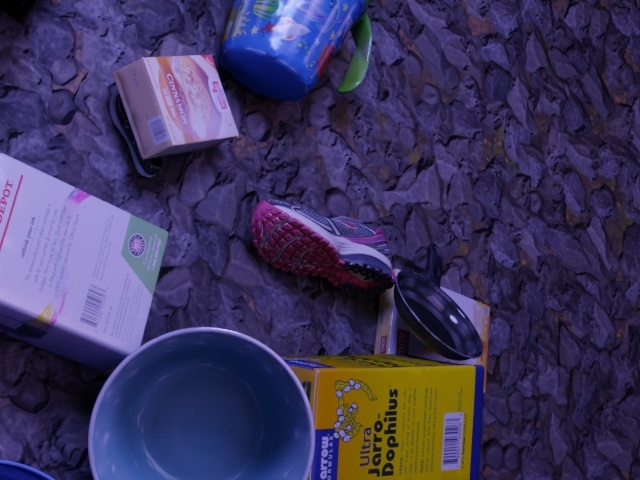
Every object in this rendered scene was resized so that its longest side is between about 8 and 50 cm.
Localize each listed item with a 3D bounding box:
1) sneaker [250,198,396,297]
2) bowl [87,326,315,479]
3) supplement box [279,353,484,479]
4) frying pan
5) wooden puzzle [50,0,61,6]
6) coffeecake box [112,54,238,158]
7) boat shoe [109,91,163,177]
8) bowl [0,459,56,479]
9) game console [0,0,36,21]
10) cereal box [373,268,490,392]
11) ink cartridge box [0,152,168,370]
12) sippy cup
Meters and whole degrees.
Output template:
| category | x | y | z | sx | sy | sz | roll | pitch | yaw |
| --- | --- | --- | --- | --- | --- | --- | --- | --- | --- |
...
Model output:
| category | x | y | z | sx | sy | sz | roll | pitch | yaw |
| --- | --- | --- | --- | --- | --- | --- | --- | --- | --- |
| sneaker | 0.000 | 0.000 | 2.080 | 0.299 | 0.121 | 0.112 | 27 | 46 | -39 |
| bowl | -0.168 | 0.273 | 1.768 | 0.311 | 0.163 | 0.312 | 0 | 90 | -5 |
| supplement box | 0.066 | 0.284 | 1.959 | 0.356 | 0.194 | 0.195 | 3 | 89 | -39 |
| frying pan | 0.176 | 0.090 | 2.139 | 0.197 | 0.053 | 0.326 | 27 | 25 | -36 |
| wooden puzzle | -0.492 | -0.511 | 1.779 | 0.348 | 0.080 | 0.322 | 42 | 27 | -27 |
| coffeecake box | -0.224 | -0.212 | 1.945 | 0.185 | 0.068 | 0.142 | -18 | 88 | -60 |
| boat shoe | -0.283 | -0.169 | 1.934 | 0.049 | 0.040 | 0.142 | -26 | 94 | -41 |
| bowl | -0.446 | 0.477 | 1.578 | 0.391 | 0.077 | 0.391 | 13 | 69 | -37 |
| game console | -0.514 | -0.320 | 1.647 | 0.213 | 0.044 | 0.361 | 37 | 98 | -25 |
| cereal box | 0.204 | 0.168 | 2.233 | 0.240 | 0.047 | 0.173 | 21 | 64 | -34 |
| ink cartridge box | -0.406 | 0.021 | 1.721 | 0.353 | 0.119 | 0.207 | 28 | 60 | -31 |
| sippy cup | -0.056 | -0.365 | 2.077 | 0.305 | 0.240 | 0.224 | 22 | 70 | 2 |
